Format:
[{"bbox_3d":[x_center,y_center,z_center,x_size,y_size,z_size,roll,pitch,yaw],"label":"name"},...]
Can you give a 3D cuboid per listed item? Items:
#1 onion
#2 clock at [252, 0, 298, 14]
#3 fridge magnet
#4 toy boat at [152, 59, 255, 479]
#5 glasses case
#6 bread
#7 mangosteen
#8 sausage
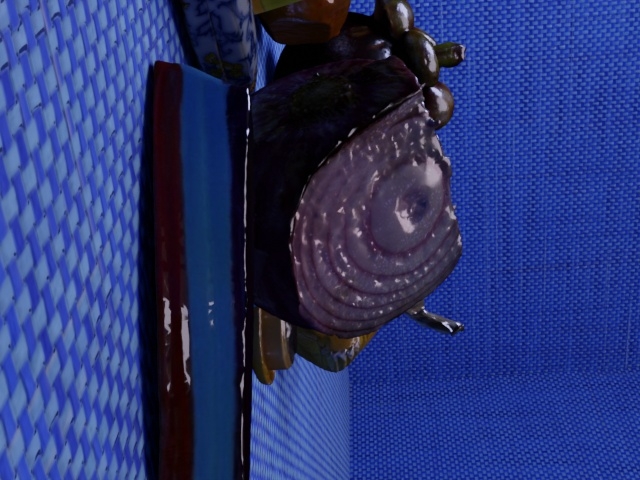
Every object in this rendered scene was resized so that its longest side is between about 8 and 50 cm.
[{"bbox_3d":[-0.001,-0.051,0.927,0.230,0.256,0.272,36,-52,45],"label":"onion"},{"bbox_3d":[-0.073,-0.357,1.008,0.143,0.096,0.202,47,28,-80],"label":"clock"},{"bbox_3d":[-0.061,0.103,1.155,0.143,0.063,0.143,-2,90,-86],"label":"fridge magnet"},{"bbox_3d":[-0.092,0.050,0.733,0.136,0.079,0.392,72,17,-82],"label":"toy boat"},{"bbox_3d":[-0.098,-0.221,0.902,0.248,0.065,0.087,82,8,-61],"label":"glasses case"},{"bbox_3d":[0.058,0.082,1.572,0.288,0.152,0.119,-48,153,-29],"label":"bread"},{"bbox_3d":[0.088,-0.270,1.675,0.307,0.347,0.307,52,19,-26],"label":"mangosteen"},{"bbox_3d":[-0.030,-0.383,1.450,0.268,0.153,0.141,-30,116,-85],"label":"sausage"}]
